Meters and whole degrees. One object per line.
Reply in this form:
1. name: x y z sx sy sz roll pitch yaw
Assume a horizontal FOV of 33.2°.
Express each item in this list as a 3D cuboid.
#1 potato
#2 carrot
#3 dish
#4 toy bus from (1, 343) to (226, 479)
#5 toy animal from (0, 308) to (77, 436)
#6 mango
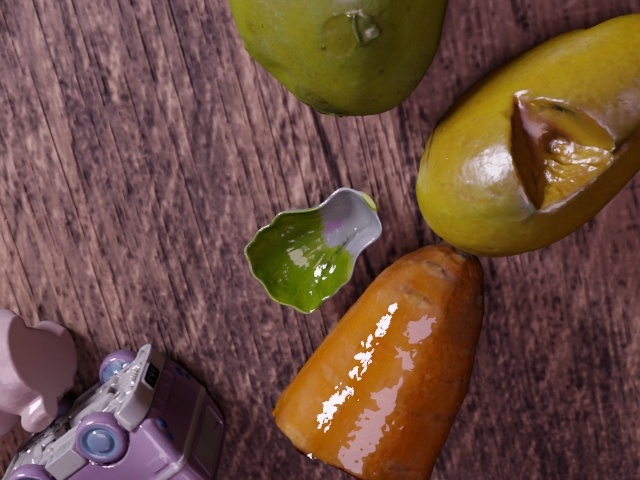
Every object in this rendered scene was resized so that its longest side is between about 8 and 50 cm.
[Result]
1. potato: 0.011 -0.218 0.837 0.186 0.148 0.253 -11 110 9
2. carrot: 0.067 0.100 0.970 0.159 0.159 0.225 23 103 -3
3. dish: 0.000 0.000 0.987 0.137 0.039 0.091 -39 98 19
4. toy bus: -0.205 0.217 1.044 0.202 0.142 0.142 -37 110 18
5. toy animal: -0.345 0.152 1.058 0.212 0.124 0.124 -30 106 24
6. mango: 0.193 -0.088 0.867 0.262 0.167 0.130 -41 116 17
